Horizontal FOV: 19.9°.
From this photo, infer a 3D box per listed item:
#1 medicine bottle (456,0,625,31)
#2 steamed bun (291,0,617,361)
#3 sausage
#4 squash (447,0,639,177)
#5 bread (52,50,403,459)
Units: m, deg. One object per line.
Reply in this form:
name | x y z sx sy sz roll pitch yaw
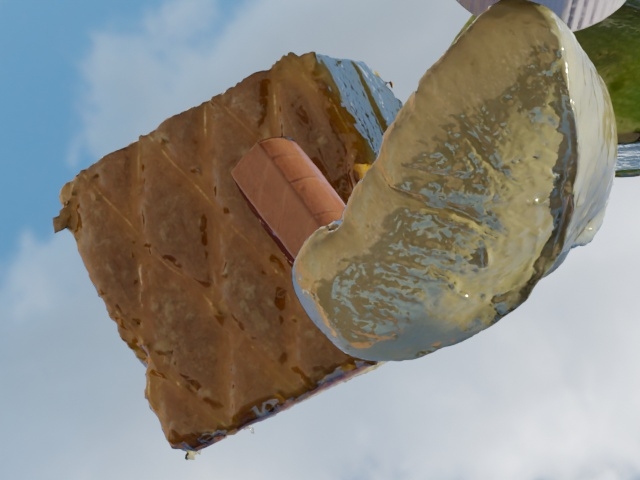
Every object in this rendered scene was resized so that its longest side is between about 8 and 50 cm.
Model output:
medicine bottle | 0.155 -0.285 1.175 0.242 0.395 0.243 1 -116 -1
steamed bun | 0.091 -0.012 1.027 0.212 0.231 0.110 -46 -110 5
sausage | 0.000 0.000 1.353 0.065 0.065 0.169 -36 -119 -3
squash | 0.262 -0.081 1.451 0.309 0.233 0.210 46 -55 52
bread | -0.036 0.006 1.599 0.279 0.207 0.279 -31 -98 19
